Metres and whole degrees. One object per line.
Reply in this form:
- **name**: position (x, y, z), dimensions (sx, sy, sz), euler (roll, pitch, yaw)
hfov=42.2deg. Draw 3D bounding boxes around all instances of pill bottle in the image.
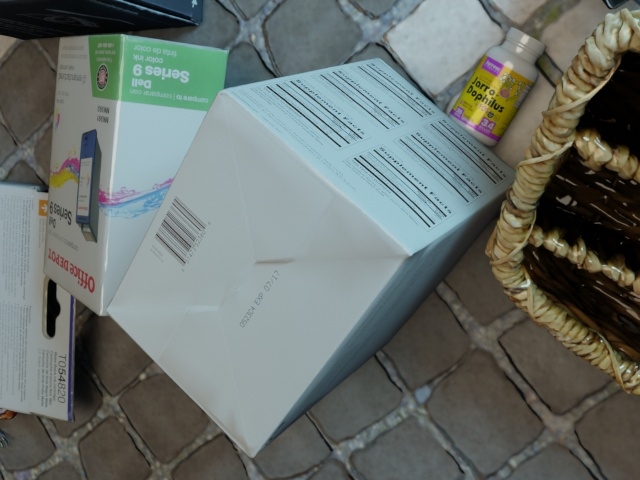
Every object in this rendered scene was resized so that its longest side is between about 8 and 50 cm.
- **pill bottle**: position (0.133, -0.115, 0.619), dimensions (0.043, 0.043, 0.083), euler (34, 106, 16)

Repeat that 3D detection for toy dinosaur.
- **toy dinosaur**: position (-0.348, 0.172, 0.846), dimensions (0.082, 0.047, 0.090), euler (-23, 75, 4)

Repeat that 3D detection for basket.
- **basket**: position (0.252, 0.020, 0.475), dimensions (0.299, 0.223, 0.213), euler (27, 108, 11)

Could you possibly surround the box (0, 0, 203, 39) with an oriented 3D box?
- **box**: position (-0.223, -0.237, 0.694), dimensions (0.207, 0.153, 0.108), euler (1, 95, 21)

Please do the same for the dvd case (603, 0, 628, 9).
- **dvd case**: position (0.227, -0.211, 0.473), dimensions (0.179, 0.238, 0.029), euler (-28, 107, 22)

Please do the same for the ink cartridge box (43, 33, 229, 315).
- **ink cartridge box**: position (-0.157, -0.057, 0.683), dimensions (0.154, 0.093, 0.212), euler (20, 107, 54)

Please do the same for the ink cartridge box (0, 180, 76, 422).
- **ink cartridge box**: position (-0.320, 0.052, 0.818), dimensions (0.224, 0.045, 0.223), euler (8, 98, 20)

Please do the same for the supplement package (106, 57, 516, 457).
- **supplement package**: position (0.000, 0.000, 0.577), dimensions (0.149, 0.203, 0.194), euler (43, 122, 13)
